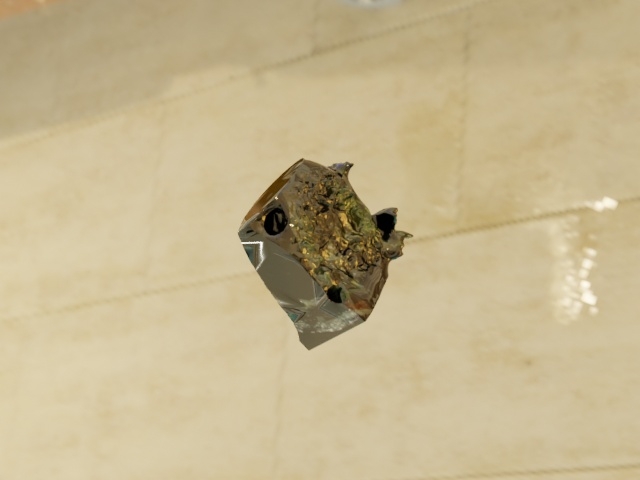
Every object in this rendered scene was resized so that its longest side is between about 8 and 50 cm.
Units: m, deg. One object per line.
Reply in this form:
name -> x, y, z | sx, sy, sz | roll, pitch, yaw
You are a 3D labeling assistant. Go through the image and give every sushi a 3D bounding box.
sushi -> 0.000, 0.000, 1.011 | 0.056, 0.083, 0.084 | -32, 17, 47
